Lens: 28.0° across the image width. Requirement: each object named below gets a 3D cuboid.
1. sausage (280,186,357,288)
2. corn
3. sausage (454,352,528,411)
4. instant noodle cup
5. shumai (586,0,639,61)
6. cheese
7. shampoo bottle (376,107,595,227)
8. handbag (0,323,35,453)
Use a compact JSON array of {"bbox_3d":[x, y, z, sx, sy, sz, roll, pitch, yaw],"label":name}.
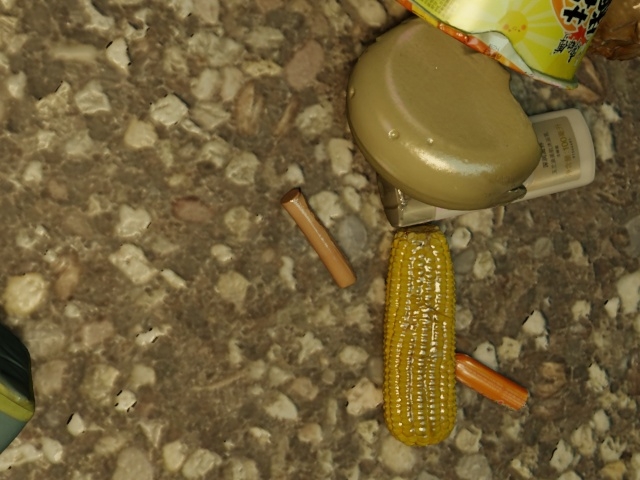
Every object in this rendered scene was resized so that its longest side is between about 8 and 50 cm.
[{"bbox_3d":[0.000,0.000,1.292,0.026,0.026,0.116,-38,109,-11],"label":"sausage"},{"bbox_3d":[0.101,0.099,1.315,0.080,0.080,0.231,-4,100,-19],"label":"corn"},{"bbox_3d":[0.173,0.149,1.373,0.107,0.031,0.031,29,88,-22],"label":"sausage"},{"bbox_3d":[0.174,-0.287,1.161,0.264,0.264,0.200,23,109,-21],"label":"instant noodle cup"},{"bbox_3d":[0.396,-0.302,1.252,0.346,0.283,0.217,-30,109,-10],"label":"shumai"},{"bbox_3d":[0.123,-0.114,1.245,0.175,0.091,0.202,-32,76,-21],"label":"cheese"},{"bbox_3d":[0.171,-0.076,1.324,0.227,0.056,0.086,-12,91,-17],"label":"shampoo bottle"},{"bbox_3d":[-0.398,0.134,1.066,0.263,0.222,0.241,40,89,-23],"label":"handbag"}]
